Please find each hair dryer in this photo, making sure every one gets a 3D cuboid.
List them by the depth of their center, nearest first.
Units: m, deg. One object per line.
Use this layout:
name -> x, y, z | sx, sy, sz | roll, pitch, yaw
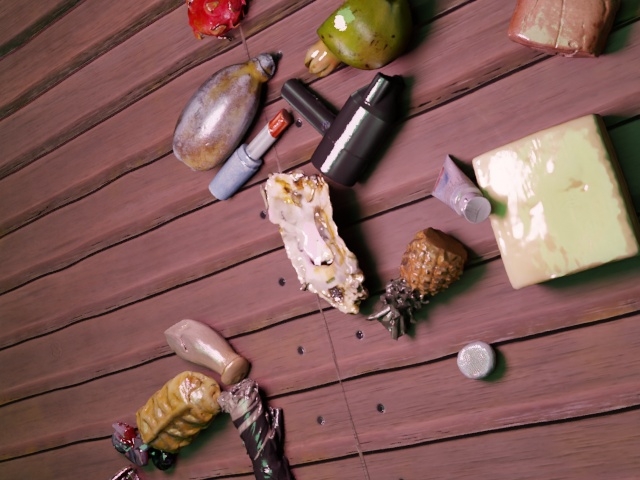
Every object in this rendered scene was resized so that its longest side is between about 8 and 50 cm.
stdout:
hair dryer -> 0.030, -0.299, 1.694 | 0.302, 0.116, 0.244 | 45, 113, 30

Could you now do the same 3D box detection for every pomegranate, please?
pomegranate -> 0.082, -0.410, 1.590 | 0.241, 0.190, 0.159 | -41, 101, 4

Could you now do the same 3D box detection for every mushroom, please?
mushroom -> -0.287, 0.265, 1.939 | 0.247, 0.096, 0.108 | 23, 88, 27

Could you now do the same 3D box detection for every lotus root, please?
lotus root -> -0.229, -0.309, 1.822 | 0.322, 0.140, 0.158 | -53, 43, 18

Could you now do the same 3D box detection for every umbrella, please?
umbrella -> -0.130, 0.502, 1.868 | 0.113, 0.106, 0.358 | -23, 89, 42

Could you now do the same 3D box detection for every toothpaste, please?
toothpaste -> 0.260, -0.096, 1.508 | 0.234, 0.057, 0.089 | -116, 44, -66

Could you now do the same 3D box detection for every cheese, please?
cheese -> 0.430, -0.069, 1.432 | 0.242, 0.124, 0.265 | -20, 83, 29

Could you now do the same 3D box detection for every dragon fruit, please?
dragon fruit -> -0.253, -0.537, 1.835 | 0.166, 0.133, 0.136 | -12, 78, 44

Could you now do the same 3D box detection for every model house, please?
model house -> -0.524, 0.715, 2.118 | 0.152, 0.106, 0.165 | 44, 119, 25

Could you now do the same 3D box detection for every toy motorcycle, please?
toy motorcycle -> -0.478, 0.532, 2.088 | 0.213, 0.082, 0.122 | 10, 100, 31

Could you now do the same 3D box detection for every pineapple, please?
pineapple -> 0.193, 0.094, 1.605 | 0.128, 0.128, 0.248 | 45, 121, 22

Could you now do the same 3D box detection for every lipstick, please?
lipstick -> -0.161, -0.202, 1.840 | 0.274, 0.061, 0.068 | -44, 59, 28

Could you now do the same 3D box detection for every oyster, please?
oyster -> 0.000, 0.000, 1.718 | 0.201, 0.107, 0.354 | -20, 91, 42

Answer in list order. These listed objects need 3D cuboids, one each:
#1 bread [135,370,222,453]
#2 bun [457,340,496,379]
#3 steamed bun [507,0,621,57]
bread -> -0.345, 0.421, 1.953 | 0.152, 0.130, 0.267 | 41, 123, -7
bun -> 0.315, 0.240, 1.574 | 0.083, 0.045, 0.083 | 1, 92, 30
steamed bun -> 0.439, -0.405, 1.416 | 0.175, 0.106, 0.145 | 19, 99, 16
